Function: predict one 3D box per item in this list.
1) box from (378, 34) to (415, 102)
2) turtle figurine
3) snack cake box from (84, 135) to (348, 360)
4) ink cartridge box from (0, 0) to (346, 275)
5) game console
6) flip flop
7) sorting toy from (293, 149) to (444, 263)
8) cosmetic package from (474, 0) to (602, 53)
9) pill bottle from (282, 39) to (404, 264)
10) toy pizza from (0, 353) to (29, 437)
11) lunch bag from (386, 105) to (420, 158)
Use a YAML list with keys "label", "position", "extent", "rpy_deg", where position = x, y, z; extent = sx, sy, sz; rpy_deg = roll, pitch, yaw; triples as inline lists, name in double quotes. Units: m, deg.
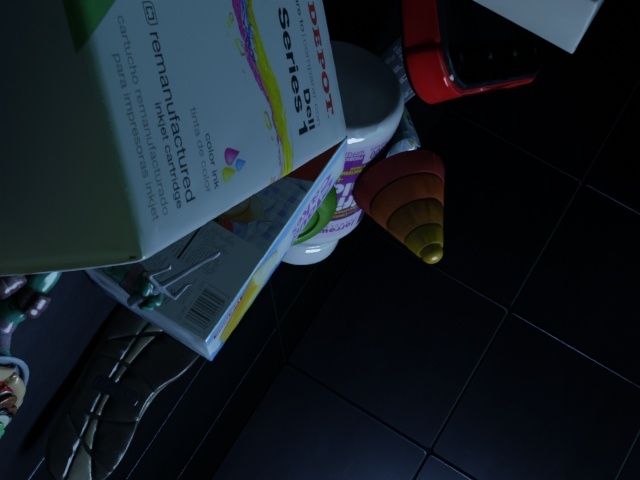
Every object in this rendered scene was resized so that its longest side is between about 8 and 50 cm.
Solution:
- label: "box"
  position: [0.114, -0.246, 1.288]
  extent: [0.307, 0.076, 0.242]
  rpy_deg: [-38, -174, 42]
- label: "turtle figurine"
  position: [-0.184, 0.001, 0.685]
  extent: [0.234, 0.118, 0.175]
  rpy_deg: [-40, 149, -11]
- label: "snack cake box"
  position: [-0.104, -0.030, 0.903]
  extent: [0.264, 0.152, 0.089]
  rpy_deg: [-56, 171, -18]
- label: "ink cartridge box"
  position: [-0.095, -0.120, 0.490]
  extent: [0.278, 0.117, 0.201]
  rpy_deg: [-41, 122, -63]
- label: "game console"
  position: [0.188, -0.354, 1.082]
  extent: [0.387, 0.060, 0.341]
  rpy_deg: [-24, 107, -57]
- label: "flip flop"
  position: [-0.231, 0.164, 1.038]
  extent: [0.277, 0.112, 0.080]
  rpy_deg: [-60, -163, -13]
- label: "sorting toy"
  position: [0.000, 0.000, 1.024]
  extent: [0.366, 0.126, 0.127]
  rpy_deg: [-13, 148, -15]
- label: "cosmetic package"
  position: [0.114, -0.303, 0.695]
  extent: [0.160, 0.310, 0.113]
  rpy_deg: [-59, 170, -3]
- label: "pill bottle"
  position: [-0.006, -0.100, 1.148]
  extent: [0.169, 0.169, 0.301]
  rpy_deg: [-53, 168, -36]
- label: "toy pizza"
  position: [-0.298, 0.154, 0.628]
  extent: [0.201, 0.032, 0.201]
  rpy_deg: [-37, 165, -11]
- label: "lunch bag"
  position: [0.101, -0.143, 1.164]
  extent: [0.053, 0.071, 0.083]
  rpy_deg: [-10, 154, -13]
